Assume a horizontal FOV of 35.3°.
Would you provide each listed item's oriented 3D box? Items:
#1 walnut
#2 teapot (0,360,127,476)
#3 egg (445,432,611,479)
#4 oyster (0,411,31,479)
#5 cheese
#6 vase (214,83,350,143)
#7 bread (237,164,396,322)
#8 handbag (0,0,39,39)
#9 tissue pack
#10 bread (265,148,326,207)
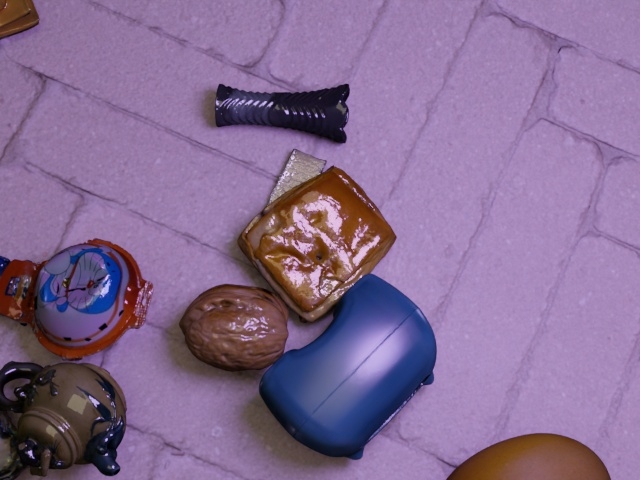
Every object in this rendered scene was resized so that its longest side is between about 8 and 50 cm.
[{"bbox_3d":[-0.145,0.146,1.677,0.184,0.155,0.155,8,74,-2],"label":"walnut"},{"bbox_3d":[-0.419,0.287,1.596,0.269,0.173,0.182,28,40,12],"label":"teapot"},{"bbox_3d":[0.316,0.438,1.570,0.322,0.250,0.250,-32,79,-19],"label":"egg"},{"bbox_3d":[-0.587,0.313,1.639,0.259,0.092,0.198,13,74,11],"label":"oyster"},{"bbox_3d":[-0.435,0.092,1.686,0.329,0.129,0.217,7,68,17],"label":"cheese"},{"bbox_3d":[-0.068,-0.235,1.814,0.237,0.115,0.116,4,74,3],"label":"vase"},{"bbox_3d":[0.000,0.000,1.733,0.235,0.099,0.210,-41,91,-12],"label":"bread"},{"bbox_3d":[-0.741,-0.441,1.822,0.401,0.133,0.283,-23,82,-9],"label":"handbag"},{"bbox_3d":[0.058,0.216,1.641,0.206,0.198,0.287,42,74,10],"label":"tissue pack"},{"bbox_3d":[-0.048,-0.089,1.808,0.068,0.028,0.154,23,76,3],"label":"bread"}]
